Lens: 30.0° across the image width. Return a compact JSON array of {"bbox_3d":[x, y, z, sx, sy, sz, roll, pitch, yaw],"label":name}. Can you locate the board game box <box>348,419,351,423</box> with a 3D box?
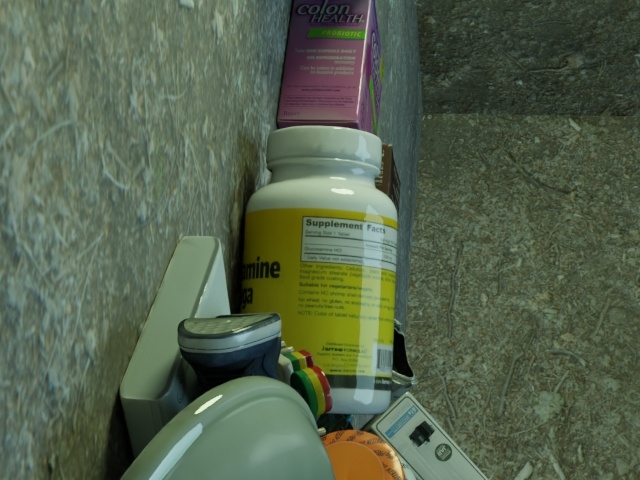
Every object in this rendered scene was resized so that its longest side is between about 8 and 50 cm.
[{"bbox_3d":[0.038,0.365,2.287,0.145,0.027,0.281,54,38,-73],"label":"board game box"}]

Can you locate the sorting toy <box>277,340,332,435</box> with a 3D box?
[{"bbox_3d":[-0.039,0.164,1.239,0.274,0.046,0.132,20,-57,64],"label":"sorting toy"}]

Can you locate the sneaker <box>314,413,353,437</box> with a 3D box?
[{"bbox_3d":[0.016,0.317,1.974,0.166,0.076,0.065,-76,164,-54],"label":"sneaker"}]

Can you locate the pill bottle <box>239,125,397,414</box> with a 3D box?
[{"bbox_3d":[-0.003,0.039,1.441,0.188,0.188,0.334,44,48,-78],"label":"pill bottle"}]

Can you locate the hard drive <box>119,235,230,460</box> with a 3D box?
[{"bbox_3d":[-0.120,0.206,1.174,0.233,0.047,0.353,-77,165,-53],"label":"hard drive"}]

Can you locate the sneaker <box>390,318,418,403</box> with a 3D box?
[{"bbox_3d":[0.097,0.144,2.066,0.105,0.115,0.281,-13,75,-45],"label":"sneaker"}]

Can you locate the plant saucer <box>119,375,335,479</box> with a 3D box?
[{"bbox_3d":[-0.068,0.310,0.940,0.400,0.100,0.400,-41,139,-50],"label":"plant saucer"}]

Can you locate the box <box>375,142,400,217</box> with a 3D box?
[{"bbox_3d":[0.049,0.046,1.944,0.191,0.143,0.381,64,30,-72],"label":"box"}]

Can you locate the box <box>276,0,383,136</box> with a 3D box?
[{"bbox_3d":[0.021,-0.218,1.768,0.213,0.117,0.243,75,18,-61],"label":"box"}]

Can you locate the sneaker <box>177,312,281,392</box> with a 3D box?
[{"bbox_3d":[-0.071,0.145,1.044,0.226,0.086,0.163,25,65,-82],"label":"sneaker"}]

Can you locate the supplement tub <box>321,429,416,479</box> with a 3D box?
[{"bbox_3d":[0.057,0.444,1.841,0.338,0.207,0.207,82,13,-52],"label":"supplement tub"}]

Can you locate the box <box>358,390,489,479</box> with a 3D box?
[{"bbox_3d":[0.185,0.390,1.906,0.087,0.290,0.169,-41,176,-22],"label":"box"}]
